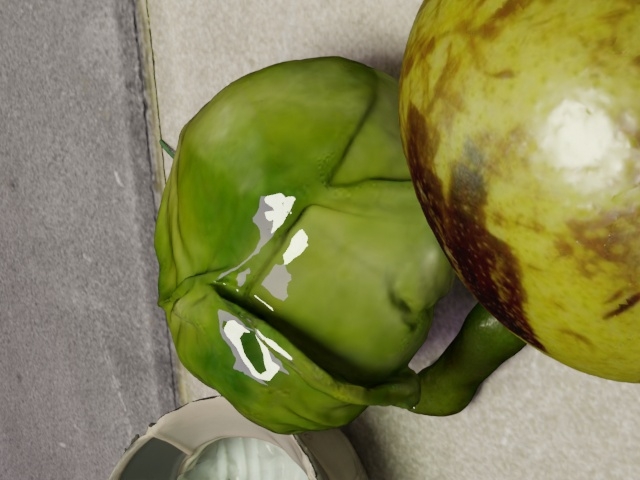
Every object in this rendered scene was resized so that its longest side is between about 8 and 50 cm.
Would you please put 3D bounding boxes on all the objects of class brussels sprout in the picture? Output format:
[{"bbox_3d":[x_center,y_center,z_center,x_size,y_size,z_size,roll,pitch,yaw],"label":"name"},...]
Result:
[{"bbox_3d":[-0.002,0.001,0.837,0.259,0.227,0.294,-59,34,16],"label":"brussels sprout"}]

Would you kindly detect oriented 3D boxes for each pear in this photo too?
[{"bbox_3d":[0.173,-0.058,0.620,0.283,0.283,0.283,21,122,38],"label":"pear"}]

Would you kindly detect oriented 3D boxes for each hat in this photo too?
[{"bbox_3d":[-0.054,0.207,1.004,0.232,0.161,0.275,11,149,15],"label":"hat"}]

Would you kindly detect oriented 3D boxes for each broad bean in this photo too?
[{"bbox_3d":[0.130,0.075,0.880,0.256,0.052,0.052,124,154,-46],"label":"broad bean"}]

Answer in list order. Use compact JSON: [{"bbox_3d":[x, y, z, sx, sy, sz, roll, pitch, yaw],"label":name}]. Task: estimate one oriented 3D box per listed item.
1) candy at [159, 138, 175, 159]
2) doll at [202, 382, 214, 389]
[{"bbox_3d":[-0.123,-0.061,1.085,0.123,0.035,0.035,44,151,33],"label":"candy"},{"bbox_3d":[-0.034,0.081,0.992,0.188,0.145,0.096,5,119,5],"label":"doll"}]
